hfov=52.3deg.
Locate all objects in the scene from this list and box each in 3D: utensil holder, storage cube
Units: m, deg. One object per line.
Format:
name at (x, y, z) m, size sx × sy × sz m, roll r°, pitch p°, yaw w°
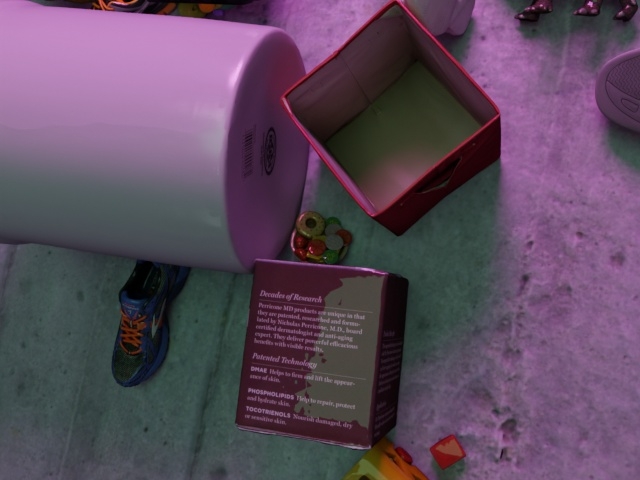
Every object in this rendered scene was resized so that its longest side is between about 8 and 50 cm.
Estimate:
utensil holder at (-0.238, -0.132, 0.851) m, size 0.385 × 0.327 × 0.328 m, roll 8°, pitch 86°, yaw 14°
storage cube at (0.097, -0.137, 0.816) m, size 0.183 × 0.193 × 0.215 m, roll -40°, pitch 75°, yaw 8°

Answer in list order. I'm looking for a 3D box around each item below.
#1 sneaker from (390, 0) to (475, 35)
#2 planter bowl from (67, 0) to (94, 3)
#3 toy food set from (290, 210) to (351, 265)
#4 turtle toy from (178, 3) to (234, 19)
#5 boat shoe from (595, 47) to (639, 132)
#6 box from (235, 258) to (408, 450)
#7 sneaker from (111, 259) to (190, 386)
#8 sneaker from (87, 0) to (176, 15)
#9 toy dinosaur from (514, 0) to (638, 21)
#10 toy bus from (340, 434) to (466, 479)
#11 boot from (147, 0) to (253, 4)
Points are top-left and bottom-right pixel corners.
sneaker at (0.125, -0.305, 0.824) m, size 0.094 × 0.212 × 0.080 m, roll 25°, pitch 106°, yaw 20°
planter bowl at (-0.378, -0.446, 1.035) m, size 0.217 × 0.090 × 0.217 m, roll -9°, pitch 65°, yaw 20°
toy food set at (0.000, 0.000, 0.901) m, size 0.082 × 0.020 × 0.083 m, roll 15°, pitch 60°, yaw 5°
turtle toy at (-0.162, -0.378, 0.986) m, size 0.130 × 0.066 × 0.095 m, roll -22°, pitch 70°, yaw 14°
boat shoe at (0.496, -0.178, 0.765) m, size 0.320 × 0.103 × 0.118 m, roll 1°, pitch 103°, yaw 22°
box at (0.010, 0.136, 0.819) m, size 0.167 × 0.168 × 0.203 m, roll 4°, pitch 84°, yaw 17°
sneaker at (-0.263, 0.103, 0.945) m, size 0.083 × 0.087 × 0.221 m, roll 13°, pitch 87°, yaw 18°
sneaker at (-0.325, -0.359, 1.024) m, size 0.215 × 0.083 × 0.084 m, roll -36°, pitch 77°, yaw 10°
toy dinosaur at (0.327, -0.360, 0.814) m, size 0.313 × 0.121 × 0.160 m, roll 6°, pitch 102°, yaw 20°
toy bus at (0.106, 0.343, 0.800) m, size 0.202 × 0.104 × 0.191 m, roll -5°, pitch 82°, yaw 16°
boot at (-0.072, -0.551, 0.897) m, size 0.367 × 0.146 × 0.445 m, roll -4°, pitch 69°, yaw 20°
